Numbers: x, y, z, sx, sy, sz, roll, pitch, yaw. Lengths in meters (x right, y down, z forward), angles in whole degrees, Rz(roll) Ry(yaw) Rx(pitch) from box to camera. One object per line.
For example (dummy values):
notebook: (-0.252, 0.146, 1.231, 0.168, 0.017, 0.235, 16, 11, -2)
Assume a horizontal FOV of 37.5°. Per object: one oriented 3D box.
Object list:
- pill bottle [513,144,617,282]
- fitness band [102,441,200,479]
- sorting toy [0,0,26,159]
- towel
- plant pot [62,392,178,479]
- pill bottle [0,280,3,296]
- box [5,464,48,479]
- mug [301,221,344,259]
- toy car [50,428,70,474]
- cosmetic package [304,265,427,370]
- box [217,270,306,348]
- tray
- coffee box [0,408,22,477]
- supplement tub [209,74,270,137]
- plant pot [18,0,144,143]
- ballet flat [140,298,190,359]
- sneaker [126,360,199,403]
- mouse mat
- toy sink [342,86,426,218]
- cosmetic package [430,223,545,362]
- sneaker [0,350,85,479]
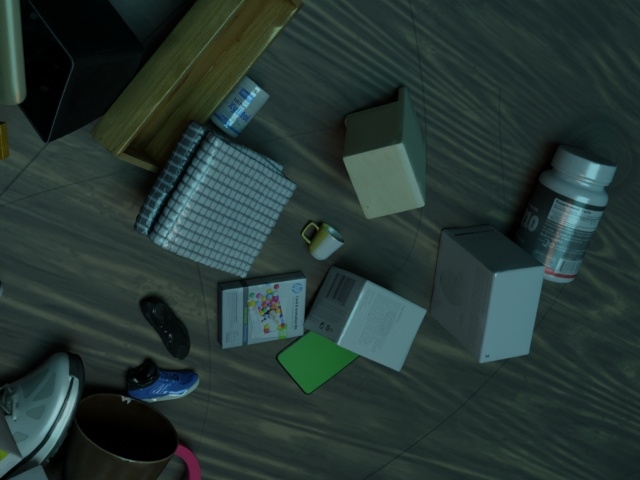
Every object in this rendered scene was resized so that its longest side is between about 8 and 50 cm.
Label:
pill bottle: (0.548, -0.062, 2.130, 0.161, 0.161, 0.283, 8, 111, -27)
fitness band: (-0.404, 0.524, 2.043, 0.290, 0.054, 0.209, -2, 106, -23)
sorting toy: (-0.579, -0.292, 1.524, 0.229, 0.041, 0.307, 11, 116, 13)
towel: (-0.195, -0.078, 1.773, 0.283, 0.121, 0.235, 23, 97, -58)
plant pot: (-0.426, 0.463, 1.887, 0.215, 0.215, 0.230, 15, 110, -30)
pill bottle: (-0.668, 0.042, 1.661, 0.119, 0.119, 0.208, -33, 123, -6)
box: (-0.591, 0.613, 1.822, 0.215, 0.168, 0.345, -23, 151, -23)
mug: (0.003, 0.002, 1.988, 0.064, 0.078, 0.062, -49, 157, 15)
toy car: (-0.548, 0.427, 1.972, 0.040, 0.060, 0.122, -39, 161, -56)
cosmetic package: (0.096, 0.167, 2.031, 0.183, 0.151, 0.151, 27, 86, -31)
box: (-0.125, 0.148, 2.008, 0.186, 0.038, 0.145, -8, 118, -22)
tray: (-0.211, -0.307, 1.652, 0.411, 0.076, 0.203, -49, 167, 5)
coffee box: (-0.771, 0.298, 1.555, 0.338, 0.338, 0.334, -39, 146, -2)
supplement tub: (-0.154, -0.253, 1.772, 0.071, 0.071, 0.107, 36, 97, -34)
plant pot: (-0.404, -0.302, 1.546, 0.167, 0.187, 0.188, -23, 157, -41)
ballet flat: (-0.315, 0.180, 1.944, 0.057, 0.049, 0.173, -48, 134, -29)
sneaker: (-0.331, 0.288, 1.973, 0.152, 0.058, 0.085, -12, 128, -11)
mouse mat: (0.007, 0.253, 2.140, 0.189, 0.007, 0.153, -37, 124, -2)
toy sink: (0.127, -0.178, 1.884, 0.131, 0.234, 0.153, -13, 125, 16)
cosmetic package: (0.368, 0.114, 2.099, 0.138, 0.225, 0.224, -6, 118, -21)
sneaker: (-0.662, 0.362, 1.795, 0.257, 0.169, 0.447, 34, 100, -35)
